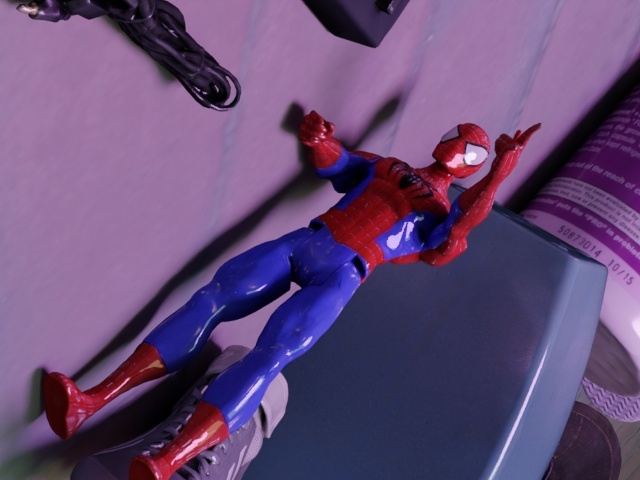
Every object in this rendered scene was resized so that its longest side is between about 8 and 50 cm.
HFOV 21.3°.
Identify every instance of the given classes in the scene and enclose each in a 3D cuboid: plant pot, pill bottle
[{"bbox_3d":[0.071,0.089,1.073,0.234,0.165,0.165,-62,160,6],"label":"plant pot"},{"bbox_3d":[0.281,-0.040,1.294,0.301,0.169,0.169,-47,161,-14],"label":"pill bottle"}]

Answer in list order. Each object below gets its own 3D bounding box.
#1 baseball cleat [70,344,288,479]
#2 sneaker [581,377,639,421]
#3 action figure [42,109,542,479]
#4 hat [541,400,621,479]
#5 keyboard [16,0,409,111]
[{"bbox_3d":[-0.071,0.104,0.900,0.109,0.072,0.206,-59,176,3],"label":"baseball cleat"},{"bbox_3d":[0.417,0.027,1.787,0.210,0.137,0.366,-13,135,-58],"label":"sneaker"},{"bbox_3d":[0.000,0.000,0.826,0.280,0.091,0.139,-38,162,-33],"label":"action figure"},{"bbox_3d":[0.099,0.235,1.442,0.331,0.134,0.331,-28,135,-32],"label":"hat"},{"bbox_3d":[-0.011,-0.135,0.646,0.201,0.033,0.317,-51,161,1],"label":"keyboard"}]
